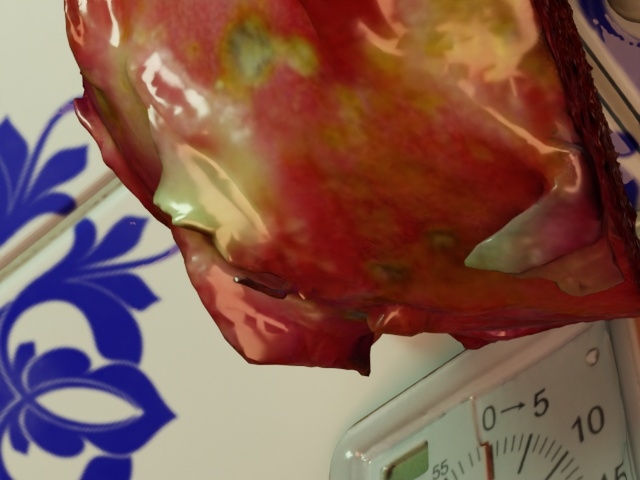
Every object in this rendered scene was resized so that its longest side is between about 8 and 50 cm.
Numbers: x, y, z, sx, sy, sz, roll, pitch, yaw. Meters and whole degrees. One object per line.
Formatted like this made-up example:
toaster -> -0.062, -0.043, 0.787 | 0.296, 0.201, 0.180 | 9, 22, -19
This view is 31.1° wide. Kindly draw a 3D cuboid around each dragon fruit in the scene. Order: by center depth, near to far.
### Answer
dragon fruit -> 0.013, -0.099, 0.545 | 0.249, 0.386, 0.371 | -19, 123, 17

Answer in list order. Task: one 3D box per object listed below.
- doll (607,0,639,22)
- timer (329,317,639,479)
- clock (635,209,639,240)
doll -> 0.259, -0.193, 0.602 | 0.237, 0.252, 0.111 | -50, 140, -16
timer -> 0.117, 0.171, 0.641 | 0.161, 0.250, 0.257 | 18, 136, -37
clock -> 0.244, 0.082, 0.728 | 0.236, 0.053, 0.236 | 0, 100, 3
